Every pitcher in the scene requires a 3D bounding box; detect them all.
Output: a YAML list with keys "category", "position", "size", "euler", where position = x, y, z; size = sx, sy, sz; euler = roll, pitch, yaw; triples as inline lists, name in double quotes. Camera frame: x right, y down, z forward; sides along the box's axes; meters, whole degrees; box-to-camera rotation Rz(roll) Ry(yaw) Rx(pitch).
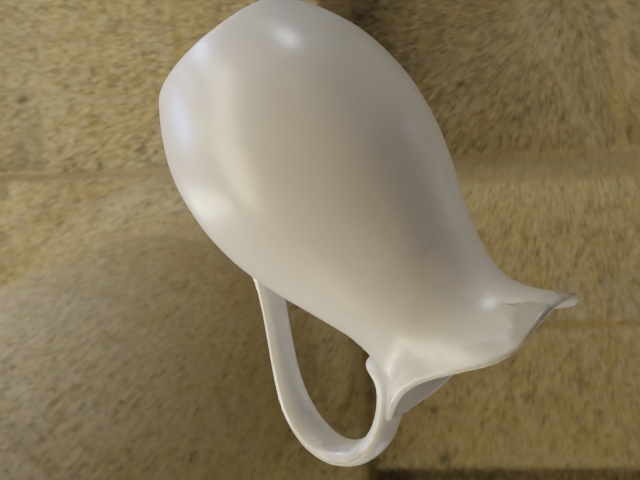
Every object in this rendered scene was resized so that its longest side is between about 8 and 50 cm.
- category: "pitcher"
  position: [0.000, 0.000, 0.760]
  size: [0.207, 0.125, 0.178]
  euler: [52, -56, 8]
